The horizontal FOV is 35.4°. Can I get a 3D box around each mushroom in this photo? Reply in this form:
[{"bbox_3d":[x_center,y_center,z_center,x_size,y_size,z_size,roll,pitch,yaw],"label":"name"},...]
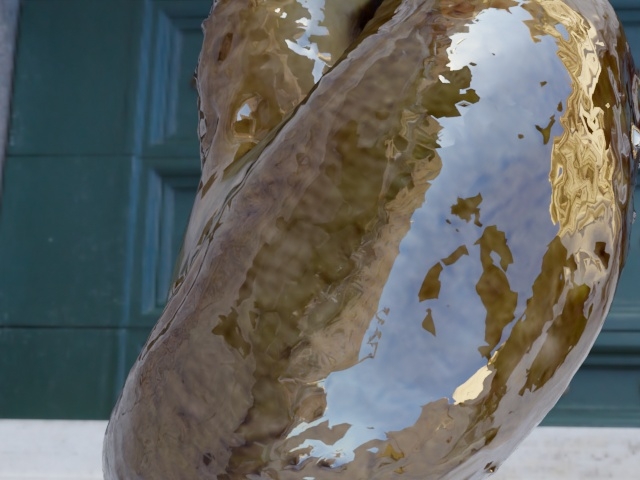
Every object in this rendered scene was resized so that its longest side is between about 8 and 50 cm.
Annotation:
[{"bbox_3d":[0.021,0.014,0.482,0.345,0.239,0.345,-49,150,-42],"label":"mushroom"}]
